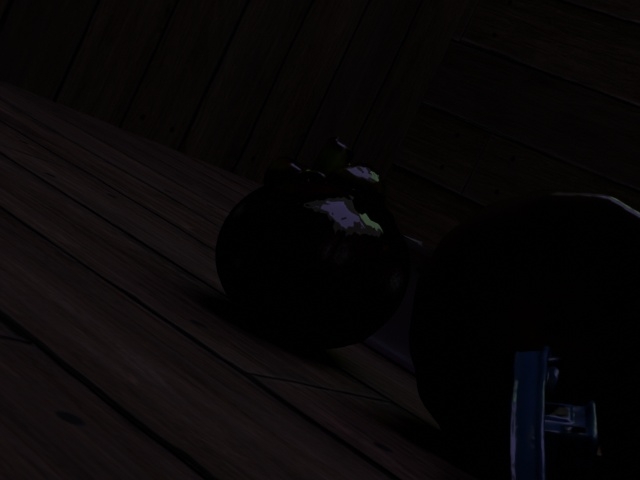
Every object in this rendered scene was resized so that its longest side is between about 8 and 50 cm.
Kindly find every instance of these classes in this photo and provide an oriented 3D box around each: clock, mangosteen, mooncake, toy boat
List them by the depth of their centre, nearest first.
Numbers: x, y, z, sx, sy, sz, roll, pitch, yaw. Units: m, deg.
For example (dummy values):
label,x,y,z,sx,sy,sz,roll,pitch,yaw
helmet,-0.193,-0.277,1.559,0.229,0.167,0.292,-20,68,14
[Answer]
label,x,y,z,sx,sy,sz,roll,pitch,yaw
toy boat,0.177,0.169,0.964,0.097,0.100,0.223,6,28,8
mooncake,0.234,0.099,1.151,0.290,0.290,0.161,26,-1,14
mangosteen,0.002,0.011,1.336,0.216,0.216,0.216,25,4,-2
clock,0.124,0.083,1.551,0.197,0.150,0.063,29,3,41
